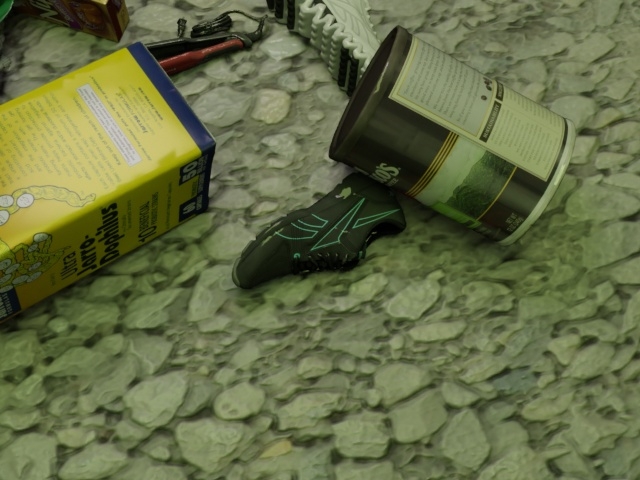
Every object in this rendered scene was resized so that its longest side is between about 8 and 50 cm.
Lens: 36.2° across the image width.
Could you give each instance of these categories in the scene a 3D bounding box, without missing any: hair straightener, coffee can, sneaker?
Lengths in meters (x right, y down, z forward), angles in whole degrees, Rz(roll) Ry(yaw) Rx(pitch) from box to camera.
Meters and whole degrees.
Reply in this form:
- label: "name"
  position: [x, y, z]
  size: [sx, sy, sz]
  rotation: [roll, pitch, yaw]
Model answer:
- label: "hair straightener"
  position: [-0.193, -0.319, 1.514]
  size: [0.230, 0.047, 0.089]
  rotation: [-22, 73, -9]
- label: "coffee can"
  position: [0.178, -0.141, 1.343]
  size: [0.275, 0.201, 0.201]
  rotation: [27, 71, -8]
- label: "sneaker"
  position: [0.000, 0.000, 1.377]
  size: [0.267, 0.101, 0.106]
  rotation: [-33, 77, -12]
- label: "sneaker"
  position: [0.042, -0.322, 1.496]
  size: [0.118, 0.110, 0.292]
  rotation: [-34, 75, -21]

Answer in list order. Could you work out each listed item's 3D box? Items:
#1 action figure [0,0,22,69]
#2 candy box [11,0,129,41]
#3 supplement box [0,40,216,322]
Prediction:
- label: "action figure"
  position: [-0.503, -0.261, 1.457]
  size: [0.063, 0.137, 0.232]
  rotation: [24, 61, -33]
- label: "candy box"
  position: [-0.395, -0.376, 1.498]
  size: [0.187, 0.109, 0.053]
  rotation: [19, 71, 6]
- label: "supplement box"
  position: [-0.343, -0.076, 1.319]
  size: [0.357, 0.194, 0.195]
  rotation: [-31, 74, -21]
